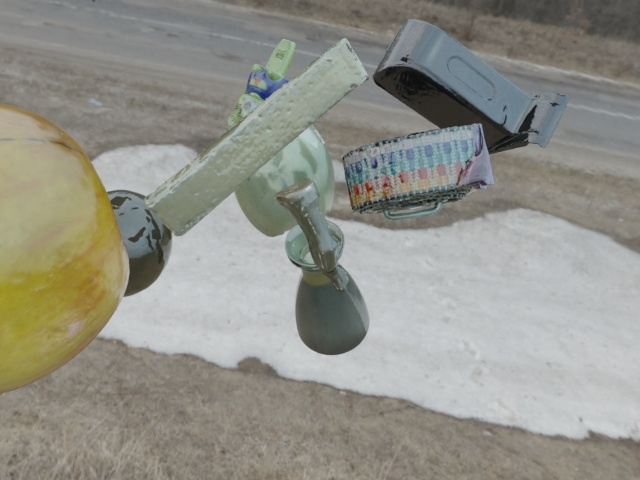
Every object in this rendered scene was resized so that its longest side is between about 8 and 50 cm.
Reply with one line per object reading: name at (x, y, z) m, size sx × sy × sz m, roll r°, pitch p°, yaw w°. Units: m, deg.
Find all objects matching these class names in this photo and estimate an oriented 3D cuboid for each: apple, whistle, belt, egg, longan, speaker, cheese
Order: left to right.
apple at (-0.317, 0.002, 0.566) m, size 0.233 × 0.286 × 0.286 m, roll -30°, pitch 49°, yaw -28°
longan at (-0.388, -0.002, 1.169) m, size 0.196 × 0.197 × 0.220 m, roll -4°, pitch 55°, yaw -28°
cheese at (-0.092, -0.160, 0.920) m, size 0.400 × 0.085 × 0.034 m, roll -41°, pitch 37°, yaw -8°
whistle at (-0.112, -0.311, 1.238) m, size 0.105 × 0.228 × 0.085 m, roll 26°, pitch 1°, yaw 22°
egg at (-0.108, -0.189, 1.604) m, size 0.278 × 0.336 × 0.278 m, roll -19°, pitch 9°, yaw 3°
belt at (0.199, -0.128, 1.248) m, size 0.294 × 0.161 × 0.207 m, roll -9°, pitch -4°, yaw 12°
speaker at (0.336, -0.350, 1.352) m, size 0.388 × 0.180 × 0.184 m, roll 31°, pitch -12°, yaw -12°

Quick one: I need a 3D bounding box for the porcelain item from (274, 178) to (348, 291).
porcelain item at (0.000, 0.000, 1.054) m, size 0.069 × 0.216 × 0.081 m, roll -33°, pitch 18°, yaw -22°

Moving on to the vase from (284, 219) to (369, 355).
vase at (0.007, 0.099, 1.285) m, size 0.173 × 0.321 × 0.173 m, roll -6°, pitch 50°, yaw 7°
